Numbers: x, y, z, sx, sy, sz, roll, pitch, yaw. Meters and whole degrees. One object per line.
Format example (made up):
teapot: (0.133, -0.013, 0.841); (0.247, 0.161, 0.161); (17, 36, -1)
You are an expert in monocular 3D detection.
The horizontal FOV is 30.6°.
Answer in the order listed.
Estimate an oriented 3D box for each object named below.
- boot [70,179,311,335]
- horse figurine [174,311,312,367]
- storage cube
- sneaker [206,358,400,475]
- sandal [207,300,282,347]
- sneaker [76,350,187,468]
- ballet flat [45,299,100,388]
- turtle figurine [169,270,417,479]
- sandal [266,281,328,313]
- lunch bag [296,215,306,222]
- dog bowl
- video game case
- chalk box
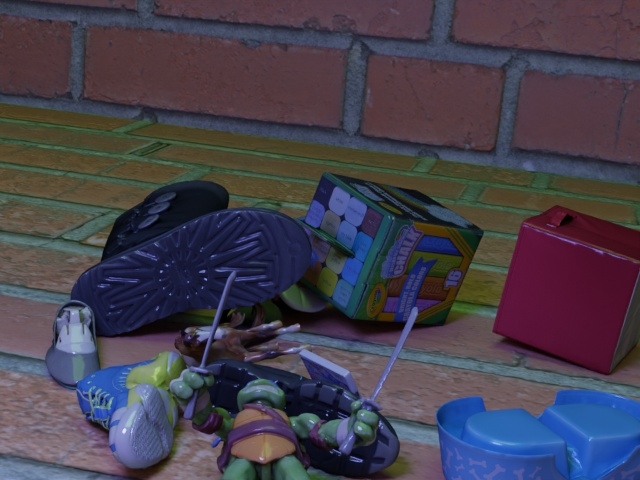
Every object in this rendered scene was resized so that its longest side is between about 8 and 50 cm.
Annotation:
boot: (-0.189, -0.003, 1.901); (0.366, 0.146, 0.445); (-13, 12, 4)
horse figurine: (-0.123, 0.136, 1.553); (0.174, 0.066, 0.263); (-6, 0, -17)
storage cube: (0.408, 0.073, 1.830); (0.193, 0.215, 0.183); (20, 19, 25)
sneaker: (-0.017, 0.200, 1.405); (0.267, 0.101, 0.106); (20, 8, 25)
sandal: (-0.124, 0.119, 1.749); (0.090, 0.060, 0.219); (13, 17, 27)
sneaker: (-0.235, 0.206, 1.374); (0.126, 0.091, 0.240); (-10, 11, 9)
ballet flat: (-0.340, 0.134, 1.599); (0.072, 0.068, 0.213); (1, 15, -14)
turtle figurine: (-0.048, 0.187, 1.175); (0.197, 0.274, 0.266); (33, 29, -24)
sandal: (-0.062, 0.065, 1.942); (0.102, 0.076, 0.265); (20, 20, -25)
lunch bag: (0.000, 0.000, 2.158); (0.221, 0.138, 0.293); (-8, 10, -34)
dog bowl: (0.274, 0.245, 1.382); (0.297, 0.074, 0.166); (-2, 16, -22)
video game case: (0.024, 0.191, 1.429); (0.011, 0.122, 0.087); (-41, 37, -24)
chalk box: (0.079, 0.014, 1.846); (0.289, 0.179, 0.180); (7, 20, -43)
